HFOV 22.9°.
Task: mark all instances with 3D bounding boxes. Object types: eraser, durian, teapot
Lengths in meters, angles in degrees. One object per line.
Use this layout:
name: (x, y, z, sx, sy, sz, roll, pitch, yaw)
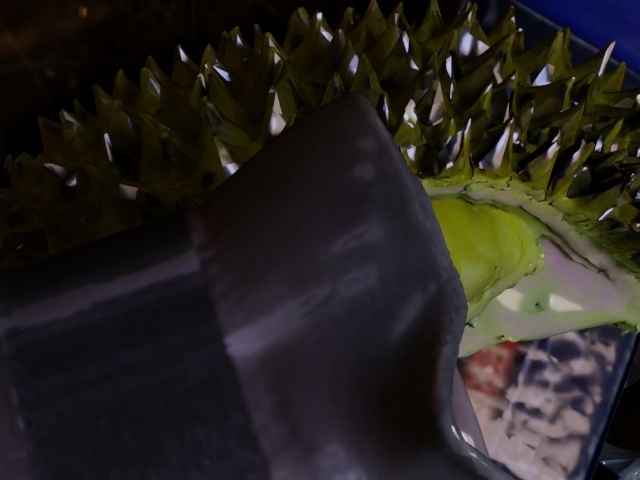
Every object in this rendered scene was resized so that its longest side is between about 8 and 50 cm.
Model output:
eraser: (0.098, -0.025, 0.770, 0.155, 0.101, 0.332, 28, 73, -14)
durian: (0.000, 0.000, 0.642, 0.352, 0.158, 0.169, -17, 117, -14)
teapot: (-0.118, 0.114, 0.449, 0.344, 0.300, 0.253, -18, 78, -3)

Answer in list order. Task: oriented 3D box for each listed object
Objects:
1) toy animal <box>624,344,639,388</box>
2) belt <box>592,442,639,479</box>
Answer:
toy animal: (0.172, 0.024, 0.896, 0.225, 0.094, 0.121, -43, 148, -34)
belt: (0.148, 0.197, 0.914, 0.198, 0.078, 0.151, -36, 117, -32)
